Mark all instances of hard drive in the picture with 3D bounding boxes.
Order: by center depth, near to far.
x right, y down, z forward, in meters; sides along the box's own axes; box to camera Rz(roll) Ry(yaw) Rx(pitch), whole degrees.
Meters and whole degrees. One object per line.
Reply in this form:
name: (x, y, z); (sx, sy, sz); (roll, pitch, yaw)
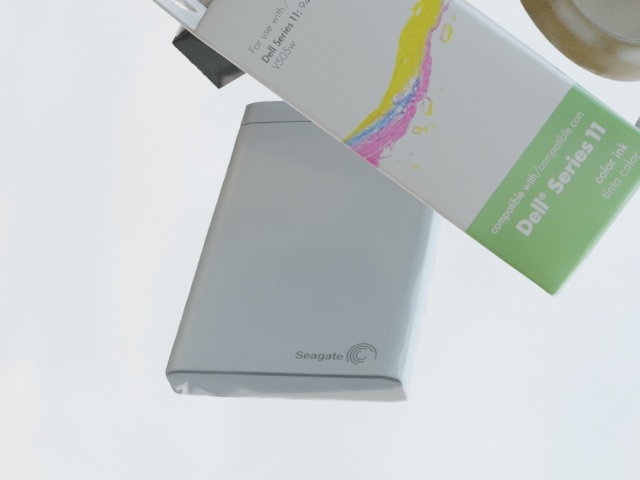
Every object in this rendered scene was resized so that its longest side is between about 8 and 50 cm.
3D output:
hard drive: (0.000, 0.000, 1.703); (0.047, 0.233, 0.353); (70, 26, -48)

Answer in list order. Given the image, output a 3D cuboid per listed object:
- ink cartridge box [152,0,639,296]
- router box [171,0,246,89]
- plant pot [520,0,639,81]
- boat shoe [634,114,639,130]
ink cartridge box: (0.049, -0.120, 1.140); (0.119, 0.353, 0.207); (-54, 175, 8)
router box: (0.003, -0.319, 1.813); (0.309, 0.081, 0.243); (-26, -149, 37)
plant pot: (0.272, -0.265, 1.612); (0.032, 0.236, 0.236); (-26, -113, 55)
boat shoe: (0.370, -0.117, 1.471); (0.105, 0.306, 0.113); (7, -61, 60)
